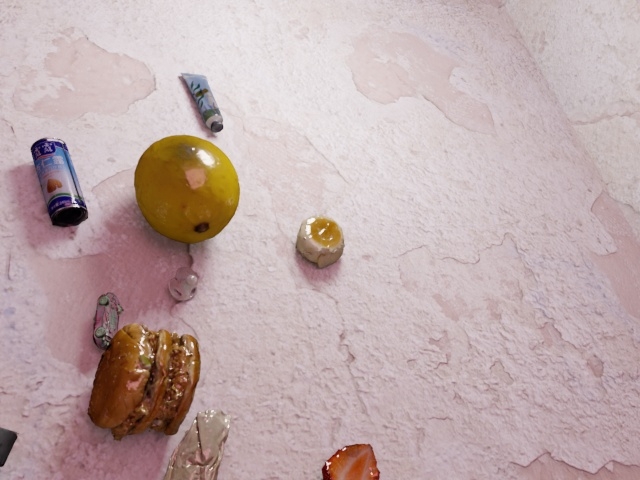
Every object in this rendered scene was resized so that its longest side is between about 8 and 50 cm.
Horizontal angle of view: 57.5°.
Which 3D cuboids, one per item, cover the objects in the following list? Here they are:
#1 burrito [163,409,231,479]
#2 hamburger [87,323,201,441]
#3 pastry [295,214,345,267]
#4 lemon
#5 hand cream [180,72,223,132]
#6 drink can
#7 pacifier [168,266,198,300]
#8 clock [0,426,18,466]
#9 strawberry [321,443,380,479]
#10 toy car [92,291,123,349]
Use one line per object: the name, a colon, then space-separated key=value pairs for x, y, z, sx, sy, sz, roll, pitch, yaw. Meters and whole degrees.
burrito: x=-0.294 y=0.548 z=1.263 sx=0.117 sy=0.076 sz=0.392 roll=23 pitch=51 yaw=-9
hamburger: x=-0.383 y=0.321 z=1.288 sx=0.211 sy=0.245 sz=0.260 roll=20 pitch=90 yaw=-24
pastry: x=0.000 y=0.000 z=1.781 sx=0.166 sy=0.088 sz=0.166 roll=11 pitch=57 yaw=-17
lemon: x=-0.360 y=-0.142 z=1.578 sx=0.297 sy=0.297 sz=0.297 roll=13 pitch=53 yaw=-18
hand cream: x=-0.386 y=-0.467 z=1.938 sx=0.091 sy=0.058 sz=0.271 roll=-6 pitch=56 yaw=-33
drink can: x=-0.691 y=-0.155 z=1.542 sx=0.097 sy=0.097 sz=0.235 roll=-12 pitch=65 yaw=-32
pacifier: x=-0.350 y=0.112 z=1.538 sx=0.081 sy=0.078 sz=0.099 roll=44 pitch=46 yaw=-21
clock: x=-0.715 y=0.349 z=1.047 sx=0.313 sy=0.312 sz=0.061 roll=17 pitch=61 yaw=-15
strawberry: x=0.072 y=0.573 z=1.427 sx=0.146 sy=0.082 sz=0.187 roll=45 pitch=44 yaw=1
toy car: x=-0.518 y=0.195 z=1.409 sx=0.055 sy=0.069 sz=0.142 roll=-14 pitch=57 yaw=11
